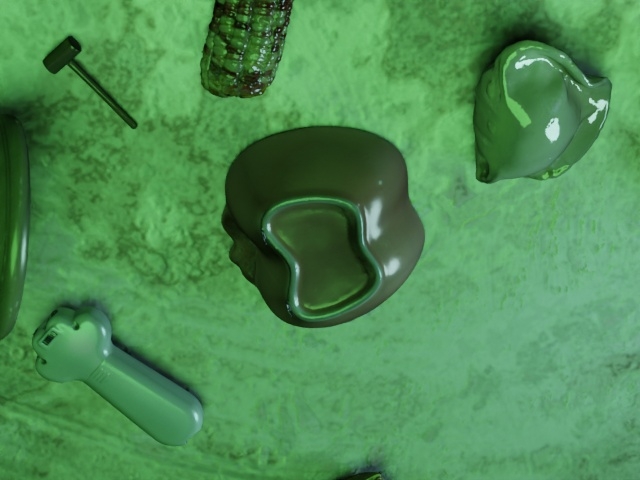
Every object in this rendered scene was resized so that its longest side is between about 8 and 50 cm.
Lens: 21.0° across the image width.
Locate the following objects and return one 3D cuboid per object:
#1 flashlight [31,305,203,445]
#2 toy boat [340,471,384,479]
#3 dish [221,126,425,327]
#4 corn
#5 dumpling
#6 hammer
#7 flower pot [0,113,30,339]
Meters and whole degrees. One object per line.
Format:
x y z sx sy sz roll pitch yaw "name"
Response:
-0.203 0.140 1.772 0.200 0.047 0.093 37 111 -18 "flashlight"
-0.010 0.313 1.833 0.200 0.077 0.057 -31 112 14 "toy boat"
0.000 0.000 1.678 0.213 0.090 0.213 0 116 0 "dish"
-0.055 -0.241 1.578 0.079 0.079 0.237 12 110 -5 "corn"
0.212 -0.121 1.617 0.134 0.100 0.169 -7 118 -10 "dumpling"
-0.215 -0.146 1.655 0.035 0.019 0.110 -37 115 17 "hammer"
-0.401 -0.012 1.580 0.244 0.307 0.307 3 116 -17 "flower pot"
